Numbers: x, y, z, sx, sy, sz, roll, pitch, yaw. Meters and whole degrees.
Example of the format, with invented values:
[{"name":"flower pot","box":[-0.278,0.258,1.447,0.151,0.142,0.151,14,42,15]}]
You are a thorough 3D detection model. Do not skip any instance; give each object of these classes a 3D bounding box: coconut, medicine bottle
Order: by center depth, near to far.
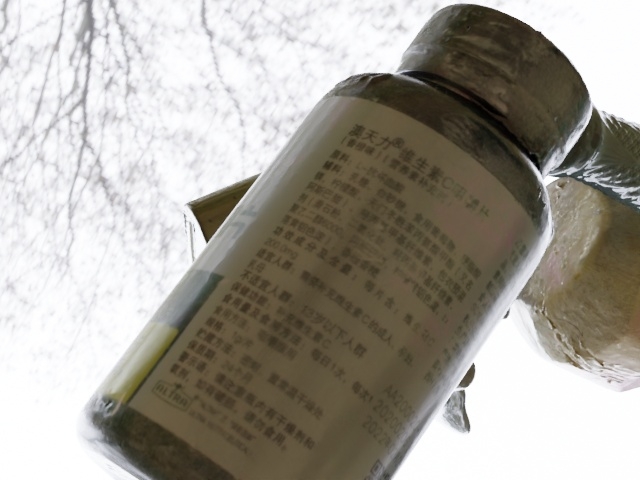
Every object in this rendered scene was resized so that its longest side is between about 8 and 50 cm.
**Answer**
[{"name":"medicine bottle","box":[0.019,0.019,0.680,0.141,0.141,0.293,38,-107,-3]},{"name":"coconut","box":[0.315,0.042,1.426,0.230,0.227,0.227,25,-118,-30]}]

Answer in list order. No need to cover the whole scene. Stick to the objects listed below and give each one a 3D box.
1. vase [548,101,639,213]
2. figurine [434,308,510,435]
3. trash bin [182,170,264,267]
[{"name":"vase","box":[0.269,-0.070,1.204,0.219,0.096,0.096,16,-117,-41]},{"name":"figurine","box":[0.053,0.064,0.904,0.147,0.192,0.126,38,-116,10]},{"name":"trash bin","box":[0.000,0.000,1.329,0.247,0.243,0.121,-21,-115,-12]}]
